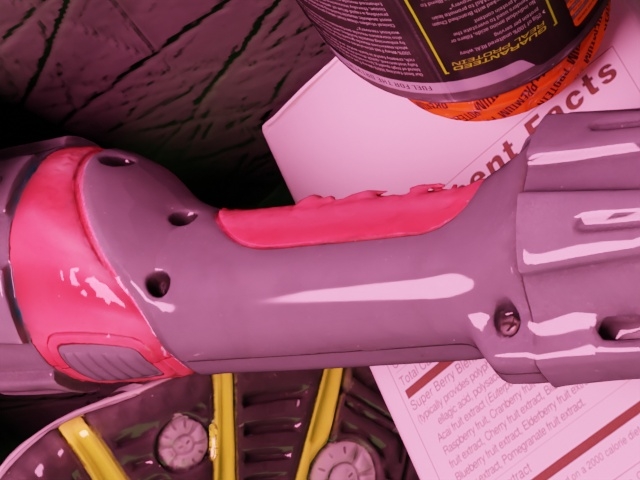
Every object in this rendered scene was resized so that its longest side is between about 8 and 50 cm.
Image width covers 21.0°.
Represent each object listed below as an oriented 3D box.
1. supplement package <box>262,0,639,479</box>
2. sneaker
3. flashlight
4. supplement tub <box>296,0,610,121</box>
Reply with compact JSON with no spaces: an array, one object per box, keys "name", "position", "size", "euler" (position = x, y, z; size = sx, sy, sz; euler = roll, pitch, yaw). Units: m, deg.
[{"name":"supplement package","position":[0.136,0.030,0.703],"size":[0.175,0.293,0.177],"euler":[-41,146,27]},{"name":"sneaker","position":[-0.126,0.148,0.736],"size":[0.384,0.145,0.147],"euler":[-29,-165,-10]},{"name":"flashlight","position":[0.000,0.000,0.624],"size":[0.304,0.103,0.103],"euler":[-7,-168,28]},{"name":"supplement tub","position":[0.033,-0.120,0.564],"size":[0.117,0.117,0.190],"euler":[-28,150,7]}]
